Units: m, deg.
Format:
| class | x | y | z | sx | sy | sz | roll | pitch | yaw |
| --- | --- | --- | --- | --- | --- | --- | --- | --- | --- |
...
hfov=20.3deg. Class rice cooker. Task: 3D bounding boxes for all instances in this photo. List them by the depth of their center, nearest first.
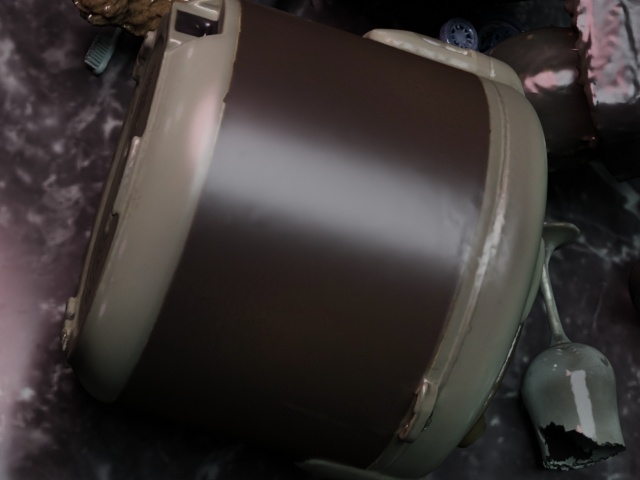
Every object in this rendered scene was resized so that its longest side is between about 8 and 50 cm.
| class | x | y | z | sx | sy | sz | roll | pitch | yaw |
| --- | --- | --- | --- | --- | --- | --- | --- | --- | --- |
| rice cooker | 0.000 | 0.000 | 1.316 | 0.325 | 0.335 | 0.335 | 16 | 65 | -10 |

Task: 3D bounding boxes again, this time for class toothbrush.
| class | x | y | z | sx | sy | sz | roll | pitch | yaw |
| --- | --- | --- | --- | --- | --- | --- | --- | --- | --- |
| toothbrush | -0.152 | -0.231 | 1.534 | 0.019 | 0.016 | 0.219 | 39 | 60 | -27 |

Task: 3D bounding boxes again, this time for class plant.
| class | x | y | z | sx | sy | sz | roll | pitch | yaw |
| --- | --- | --- | --- | --- | --- | --- | --- | --- | --- |
| plant | 0.251 | -0.134 | 1.441 | 0.256 | 0.164 | 0.142 | -12 | 72 | 10 |

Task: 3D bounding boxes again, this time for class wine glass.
| class | x | y | z | sx | sy | sz | roll | pitch | yaw |
| --- | --- | --- | --- | --- | --- | --- | --- | --- | --- |
| wine glass | 0.198 | 0.088 | 1.481 | 0.079 | 0.079 | 0.195 | -4 | 68 | -19 |

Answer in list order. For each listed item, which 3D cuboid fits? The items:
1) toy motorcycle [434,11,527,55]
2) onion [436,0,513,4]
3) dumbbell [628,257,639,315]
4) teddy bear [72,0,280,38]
| class | x | y | z | sx | sy | sz | roll | pitch | yaw |
| --- | --- | --- | --- | --- | --- | --- | --- | --- | --- |
| toy motorcycle | 0.110 | -0.111 | 1.529 | 0.254 | 0.092 | 0.135 | -26 | 90 | -35 |
| onion | 0.118 | -0.382 | 1.466 | 0.348 | 0.385 | 0.348 | 11 | 28 | -6 |
| dumbbell | 0.375 | -0.074 | 1.549 | 0.179 | 0.179 | 0.406 | 18 | 64 | -10 |
| teddy bear | -0.091 | -0.191 | 1.479 | 0.251 | 0.129 | 0.182 | 40 | 84 | -26 |
